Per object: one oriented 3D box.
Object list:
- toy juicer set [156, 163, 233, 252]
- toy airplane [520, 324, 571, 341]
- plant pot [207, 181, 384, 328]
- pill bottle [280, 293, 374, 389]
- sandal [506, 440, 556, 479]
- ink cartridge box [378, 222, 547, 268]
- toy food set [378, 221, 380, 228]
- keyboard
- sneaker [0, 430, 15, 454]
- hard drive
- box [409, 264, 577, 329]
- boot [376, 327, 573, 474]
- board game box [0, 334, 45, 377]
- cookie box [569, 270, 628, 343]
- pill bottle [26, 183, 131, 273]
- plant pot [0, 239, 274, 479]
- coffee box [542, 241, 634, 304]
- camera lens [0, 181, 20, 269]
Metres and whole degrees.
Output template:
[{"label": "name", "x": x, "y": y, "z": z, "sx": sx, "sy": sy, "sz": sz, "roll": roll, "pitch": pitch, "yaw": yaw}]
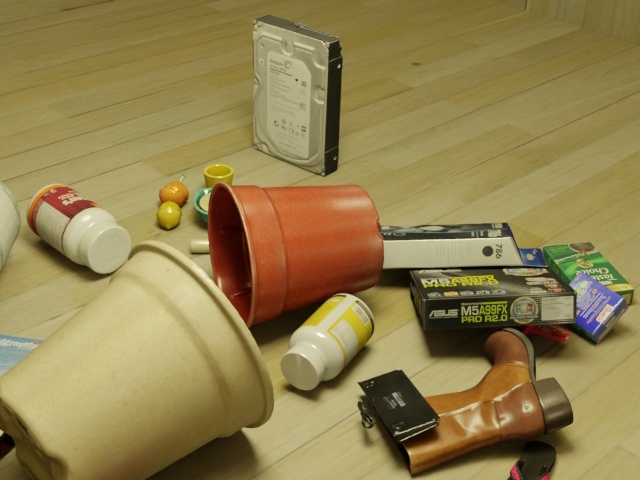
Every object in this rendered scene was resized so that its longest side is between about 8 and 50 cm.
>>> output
[{"label": "toy juicer set", "x": -0.240, "y": -0.069, "z": 2.007, "sx": 0.209, "sy": 0.089, "sz": 0.329, "roll": -12, "pitch": 34, "yaw": -22}, {"label": "toy airplane", "x": 0.377, "y": 0.167, "z": 1.715, "sx": 0.151, "sy": 0.028, "sz": 0.151, "roll": 1, "pitch": 30, "yaw": 0}, {"label": "plant pot", "x": -0.042, "y": 0.011, "z": 1.717, "sx": 0.265, "sy": 0.272, "sz": 0.272, "roll": -9, "pitch": 33, "yaw": -20}, {"label": "pill bottle", "x": 0.010, "y": 0.175, "z": 1.606, "sx": 0.103, "sy": 0.103, "sz": 0.184, "roll": 18, "pitch": 35, "yaw": 25}, {"label": "sandal", "x": 0.312, "y": 0.349, "z": 1.396, "sx": 0.067, "sy": 0.040, "sz": 0.179, "roll": 14, "pitch": 33, "yaw": 18}, {"label": "ink cartridge box", "x": 0.275, "y": 0.009, "z": 1.857, "sx": 0.332, "sy": 0.065, "sz": 0.165, "roll": 0, "pitch": 11, "yaw": 7}, {"label": "toy food set", "x": 0.000, "y": 0.000, "z": 1.886, "sx": 0.232, "sy": 0.111, "sz": 0.104, "roll": -17, "pitch": 36, "yaw": -28}, {"label": "keyboard", "x": 0.109, "y": 0.264, "z": 1.483, "sx": 0.108, "sy": 0.023, "sz": 0.180, "roll": -17, "pitch": 21, "yaw": -10}, {"label": "sneaker", "x": -0.504, "y": 0.292, "z": 1.421, "sx": 0.075, "sy": 0.057, "sz": 0.161, "roll": 18, "pitch": 37, "yaw": 15}, {"label": "hard drive", "x": -0.059, "y": -0.343, "z": 2.233, "sx": 0.237, "sy": 0.339, "sz": 0.064, "roll": 25, "pitch": 38, "yaw": 32}, {"label": "box", "x": 0.307, "y": 0.099, "z": 1.714, "sx": 0.270, "sy": 0.060, "sz": 0.216, "roll": -2, "pitch": 13, "yaw": 1}, {"label": "boot", "x": 0.230, "y": 0.259, "z": 1.536, "sx": 0.280, "sy": 0.096, "sz": 0.264, "roll": -15, "pitch": 35, "yaw": -6}, {"label": "board game box", "x": -0.456, "y": 0.223, "z": 1.569, "sx": 0.281, "sy": 0.027, "sz": 0.145, "roll": 7, "pitch": 33, "yaw": 7}, {"label": "cookie box", "x": 0.499, "y": 0.123, "z": 1.740, "sx": 0.092, "sy": 0.040, "sz": 0.107, "roll": -48, "pitch": 44, "yaw": -2}, {"label": "pill bottle", "x": -0.484, "y": -0.023, "z": 1.884, "sx": 0.121, "sy": 0.121, "sz": 0.221, "roll": -26, "pitch": 41, "yaw": -38}, {"label": "plant pot", "x": -0.289, "y": 0.218, "z": 1.349, "sx": 0.334, "sy": 0.334, "sz": 0.305, "roll": 29, "pitch": 51, "yaw": 36}, {"label": "coffee box", "x": 0.532, "y": 0.069, "z": 1.875, "sx": 0.113, "sy": 0.040, "sz": 0.184, "roll": -5, "pitch": 32, "yaw": -12}, {"label": "camera lens", "x": -0.689, "y": 0.002, "z": 1.732, "sx": 0.219, "sy": 0.219, "sz": 0.274, "roll": 0, "pitch": 31, "yaw": -3}]
